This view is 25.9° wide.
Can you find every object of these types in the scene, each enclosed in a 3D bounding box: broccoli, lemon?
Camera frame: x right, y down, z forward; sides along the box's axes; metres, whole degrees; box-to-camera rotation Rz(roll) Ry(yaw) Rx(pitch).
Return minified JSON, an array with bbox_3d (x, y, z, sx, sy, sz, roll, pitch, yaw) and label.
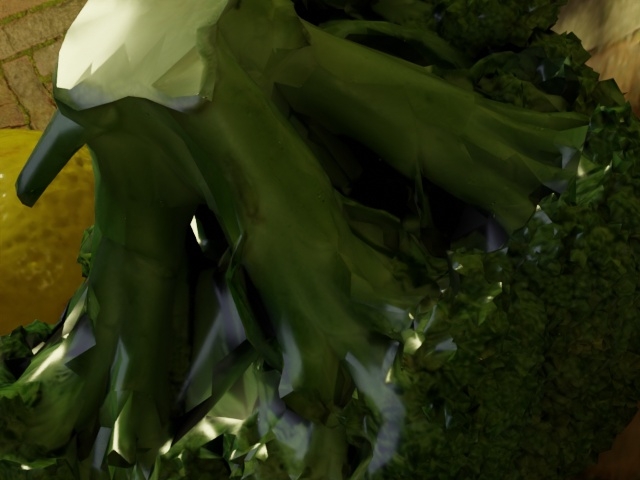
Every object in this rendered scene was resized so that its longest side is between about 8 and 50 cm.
[{"bbox_3d":[0.005,0.003,0.667,0.413,0.321,0.310,-50,-14,-10],"label":"broccoli"},{"bbox_3d":[-0.239,0.042,1.121,0.267,0.267,0.267,-161,90,-74],"label":"lemon"}]
